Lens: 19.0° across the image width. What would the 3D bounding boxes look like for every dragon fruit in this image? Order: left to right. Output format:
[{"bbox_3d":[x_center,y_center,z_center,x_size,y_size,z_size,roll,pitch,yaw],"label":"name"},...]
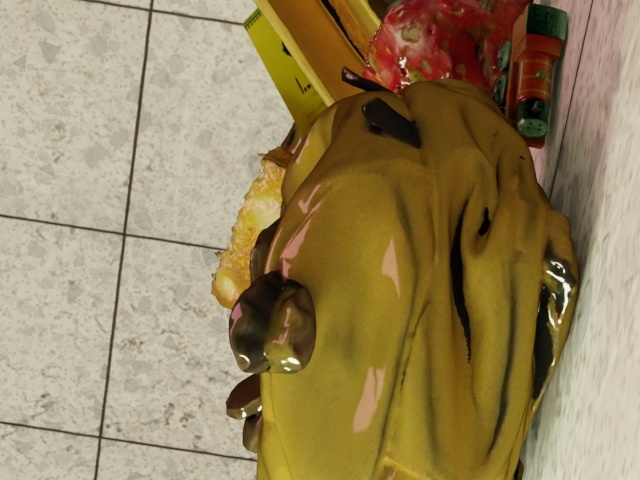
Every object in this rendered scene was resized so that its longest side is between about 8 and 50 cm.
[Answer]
[{"bbox_3d":[0.124,-0.133,1.498,0.111,0.153,0.153,62,164,20],"label":"dragon fruit"}]

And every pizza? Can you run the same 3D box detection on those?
[{"bbox_3d":[0.000,0.000,2.101,0.086,0.335,0.226,-19,-88,-47],"label":"pizza"}]

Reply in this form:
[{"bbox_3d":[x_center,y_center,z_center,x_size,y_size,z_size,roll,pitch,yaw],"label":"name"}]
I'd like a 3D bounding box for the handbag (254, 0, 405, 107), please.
[{"bbox_3d":[0.011,-0.261,1.905,0.133,0.401,0.283,-36,7,9],"label":"handbag"}]

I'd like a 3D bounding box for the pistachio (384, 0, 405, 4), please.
[{"bbox_3d":[0.055,-0.302,2.225,0.332,0.207,0.226,64,-177,29],"label":"pistachio"}]

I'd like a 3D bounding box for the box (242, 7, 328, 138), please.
[{"bbox_3d":[0.018,-0.157,2.119,0.279,0.041,0.153,63,149,6],"label":"box"}]

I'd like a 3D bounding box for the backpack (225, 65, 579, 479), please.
[{"bbox_3d":[0.042,0.083,1.240,0.353,0.201,0.378,-93,9,-82],"label":"backpack"}]

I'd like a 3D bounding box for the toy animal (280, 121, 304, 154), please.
[{"bbox_3d":[0.033,-0.019,2.287,0.216,0.191,0.338,-171,89,-80],"label":"toy animal"}]

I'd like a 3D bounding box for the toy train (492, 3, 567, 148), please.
[{"bbox_3d":[0.149,-0.111,1.359,0.064,0.044,0.103,128,152,-66],"label":"toy train"}]
